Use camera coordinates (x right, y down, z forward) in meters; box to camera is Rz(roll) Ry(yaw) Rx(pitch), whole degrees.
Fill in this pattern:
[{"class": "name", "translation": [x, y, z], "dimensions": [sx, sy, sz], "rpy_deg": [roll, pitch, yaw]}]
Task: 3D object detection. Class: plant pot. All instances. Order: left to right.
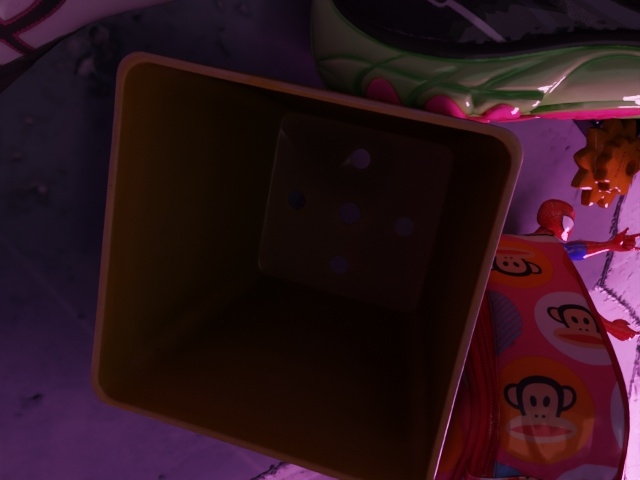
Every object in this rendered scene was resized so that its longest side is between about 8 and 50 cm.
[{"class": "plant pot", "translation": [0.000, 0.000, 0.448], "dimensions": [0.212, 0.187, 0.212], "rpy_deg": [14, 108, 11]}]

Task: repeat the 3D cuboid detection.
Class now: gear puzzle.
[{"class": "gear puzzle", "translation": [0.357, -0.149, 0.618], "dimensions": [0.339, 0.044, 0.175], "rpy_deg": [-36, 122, -11]}]

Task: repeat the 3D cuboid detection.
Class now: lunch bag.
[{"class": "lunch bag", "translation": [0.138, 0.139, 0.553], "dimensions": [0.120, 0.258, 0.293], "rpy_deg": [4, 126, 2]}]

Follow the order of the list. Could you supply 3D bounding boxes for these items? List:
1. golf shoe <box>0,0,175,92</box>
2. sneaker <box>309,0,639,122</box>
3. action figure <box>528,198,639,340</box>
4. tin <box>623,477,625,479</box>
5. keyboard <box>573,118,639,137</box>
[{"class": "golf shoe", "translation": [-0.197, -0.139, 0.401], "dimensions": [0.273, 0.105, 0.120], "rpy_deg": [-10, 130, -12]}, {"class": "sneaker", "translation": [0.235, -0.187, 0.472], "dimensions": [0.483, 0.185, 0.202], "rpy_deg": [-3, 100, -11]}, {"class": "action figure", "translation": [0.250, 0.091, 0.652], "dimensions": [0.139, 0.091, 0.280], "rpy_deg": [-2, 114, 8]}, {"class": "tin", "translation": [0.242, 0.282, 0.731], "dimensions": [0.190, 0.106, 0.040], "rpy_deg": [-25, 117, -12]}, {"class": "keyboard", "translation": [0.256, -0.164, 0.607], "dimensions": [0.180, 0.023, 0.108], "rpy_deg": [40, 92, -31]}]
